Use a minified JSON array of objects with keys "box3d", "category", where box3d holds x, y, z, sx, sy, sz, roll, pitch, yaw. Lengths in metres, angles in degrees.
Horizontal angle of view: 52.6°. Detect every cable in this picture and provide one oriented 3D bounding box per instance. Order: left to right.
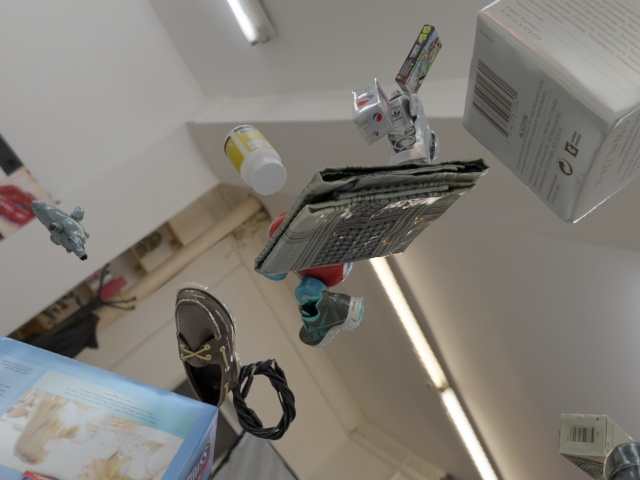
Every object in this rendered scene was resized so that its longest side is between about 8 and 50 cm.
[{"box3d":[-0.128,0.368,1.472,0.047,0.151,0.184,-17,-93,46],"category":"cable"}]

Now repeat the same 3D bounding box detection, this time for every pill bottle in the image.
[{"box3d":[-0.177,-0.218,1.761,0.208,0.119,0.119,53,-14,45],"category":"pill bottle"}]

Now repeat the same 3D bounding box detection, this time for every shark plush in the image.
[{"box3d":[-0.413,-0.007,1.029,0.161,0.073,0.067,54,5,39],"category":"shark plush"}]

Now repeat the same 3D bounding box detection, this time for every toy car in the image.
[{"box3d":[0.015,-0.009,1.413,0.210,0.219,0.238,38,-37,-11],"category":"toy car"}]

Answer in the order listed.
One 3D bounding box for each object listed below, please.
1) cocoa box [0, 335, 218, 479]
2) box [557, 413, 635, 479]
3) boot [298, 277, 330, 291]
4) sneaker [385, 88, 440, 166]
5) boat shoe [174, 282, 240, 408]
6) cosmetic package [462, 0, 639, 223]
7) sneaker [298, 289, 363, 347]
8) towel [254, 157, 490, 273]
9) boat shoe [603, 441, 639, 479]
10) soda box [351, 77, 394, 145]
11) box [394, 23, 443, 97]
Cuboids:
[{"box3d":[-0.342,0.319,0.857,0.347,0.231,0.227,16,-59,8],"category":"cocoa box"},{"box3d":[0.664,0.496,1.523,0.113,0.094,0.275,-11,-37,41],"category":"box"},{"box3d":[0.000,-0.001,1.915,0.211,0.104,0.295,-43,-118,39],"category":"boot"},{"box3d":[0.214,-0.243,1.671,0.137,0.365,0.210,-18,-60,25],"category":"sneaker"},{"box3d":[-0.233,0.220,1.311,0.117,0.096,0.324,6,-45,10],"category":"boat shoe"},{"box3d":[0.531,-0.317,1.222,0.327,0.394,0.329,51,-11,27],"category":"cosmetic package"},{"box3d":[-0.003,0.111,0.968,0.076,0.065,0.166,21,-33,-18],"category":"sneaker"},{"box3d":[0.077,-0.028,1.064,0.324,0.312,0.056,-52,-130,56],"category":"towel"},{"box3d":[0.334,0.297,0.548,0.121,0.119,0.335,-19,-61,26],"category":"boat shoe"},{"box3d":[0.118,-0.299,1.481,0.074,0.069,0.216,53,19,-23],"category":"soda box"},{"box3d":[0.318,-0.575,2.087,0.036,0.207,0.114,27,-2,30],"category":"box"}]
